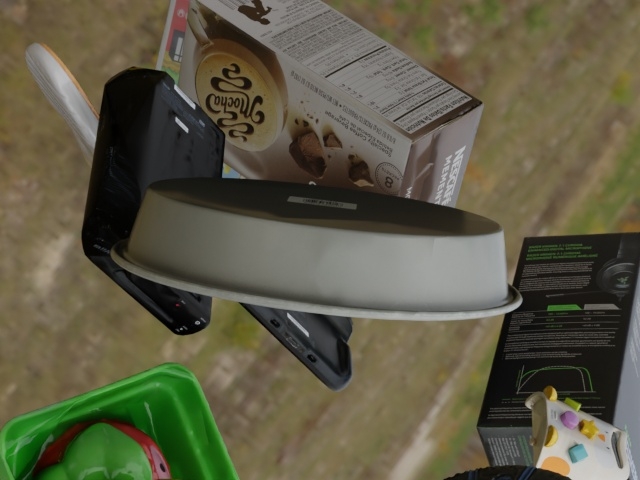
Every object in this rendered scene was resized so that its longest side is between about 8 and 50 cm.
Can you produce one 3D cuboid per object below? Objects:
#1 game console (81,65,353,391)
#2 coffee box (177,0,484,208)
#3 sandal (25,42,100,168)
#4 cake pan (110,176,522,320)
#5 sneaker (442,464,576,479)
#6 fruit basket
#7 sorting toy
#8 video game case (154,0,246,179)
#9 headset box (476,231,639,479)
[{"bbox_3d":[-0.075,0.021,1.387,0.044,0.361,0.213,-22,-136,25],"label":"game console"},{"bbox_3d":[0.001,-0.127,1.616,0.119,0.297,0.168,-32,147,-40],"label":"coffee box"},{"bbox_3d":[-0.177,-0.093,1.454,0.076,0.102,0.265,-38,140,-11],"label":"sandal"},{"bbox_3d":[0.000,0.000,1.131,0.293,0.293,0.054,-17,115,-72],"label":"cake pan"},{"bbox_3d":[0.071,0.183,0.864,0.211,0.081,0.080,-18,-147,28],"label":"sneaker"},{"bbox_3d":[-0.142,0.301,1.457,0.283,0.392,0.392,-17,146,-45],"label":"fruit basket"},{"bbox_3d":[0.195,0.149,1.192,0.083,0.075,0.045,-84,-164,-49],"label":"sorting toy"},{"bbox_3d":[-0.104,-0.141,1.847,0.025,0.204,0.285,-36,143,-67],"label":"video game case"},{"bbox_3d":[0.266,0.162,1.582,0.283,0.131,0.246,-69,148,-45],"label":"headset box"}]
